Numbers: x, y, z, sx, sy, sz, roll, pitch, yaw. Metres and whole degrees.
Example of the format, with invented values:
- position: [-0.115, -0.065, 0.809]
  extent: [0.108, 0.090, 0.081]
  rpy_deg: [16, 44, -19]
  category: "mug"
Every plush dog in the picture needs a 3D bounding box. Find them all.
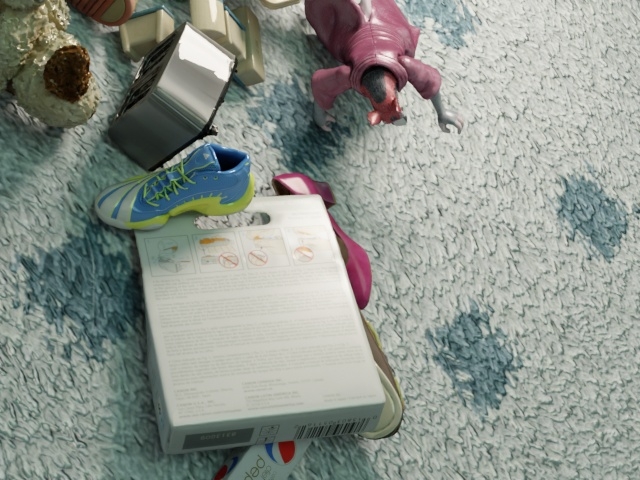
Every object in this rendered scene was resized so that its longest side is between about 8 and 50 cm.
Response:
- position: [-0.402, -0.249, 1.718]
  extent: [0.225, 0.262, 0.210]
  rpy_deg: [43, 82, 1]
  category: "plush dog"

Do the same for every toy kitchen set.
- position: [-0.206, -0.330, 1.986]
  extent: [0.207, 0.166, 0.122]
  rpy_deg: [43, 37, -63]
  category: "toy kitchen set"

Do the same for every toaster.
- position: [-0.216, -0.213, 1.839]
  extent: [0.110, 0.185, 0.168]
  rpy_deg: [36, 52, -24]
  category: "toaster"

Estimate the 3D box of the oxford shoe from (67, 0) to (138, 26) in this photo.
- position: [-0.387, -0.512, 1.891]
  extent: [0.397, 0.140, 0.146]
  rpy_deg: [56, 41, -4]
  category: "oxford shoe"

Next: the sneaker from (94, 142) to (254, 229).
- position: [-0.207, -0.090, 1.790]
  extent: [0.240, 0.126, 0.091]
  rpy_deg: [-11, 55, -22]
  category: "sneaker"

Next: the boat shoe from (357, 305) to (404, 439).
- position: [0.032, 0.157, 1.899]
  extent: [0.324, 0.116, 0.097]
  rpy_deg: [60, 5, 16]
  category: "boat shoe"

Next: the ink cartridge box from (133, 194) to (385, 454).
- position: [-0.104, 0.110, 1.791]
  extent: [0.308, 0.091, 0.385]
  rpy_deg: [-4, 53, -18]
  category: "ink cartridge box"

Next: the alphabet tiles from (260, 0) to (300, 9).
- position: [-0.101, -0.482, 2.043]
  extent: [0.278, 0.021, 0.284]
  rpy_deg: [-22, 57, -28]
  category: "alphabet tiles"

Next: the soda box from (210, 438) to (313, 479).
- position: [-0.092, 0.324, 1.743]
  extent: [0.074, 0.069, 0.216]
  rpy_deg: [46, 50, -10]
  category: "soda box"

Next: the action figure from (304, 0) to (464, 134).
- position: [0.101, -0.315, 2.044]
  extent: [0.248, 0.276, 0.370]
  rpy_deg: [-6, 34, -3]
  category: "action figure"

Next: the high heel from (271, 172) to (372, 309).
- position: [0.000, 0.000, 1.955]
  extent: [0.117, 0.082, 0.244]
  rpy_deg: [6, 60, -46]
  category: "high heel"
